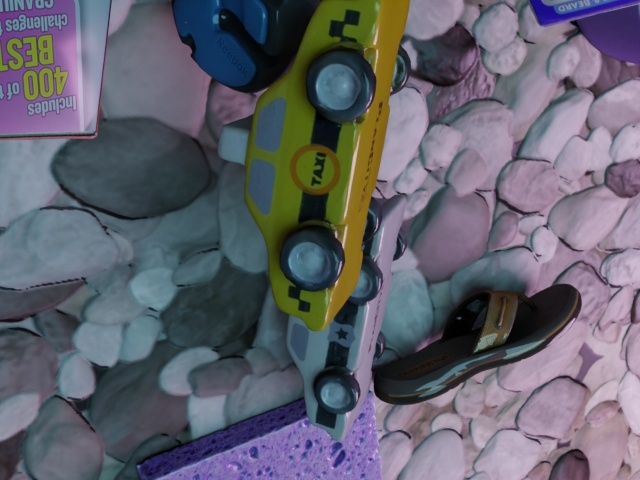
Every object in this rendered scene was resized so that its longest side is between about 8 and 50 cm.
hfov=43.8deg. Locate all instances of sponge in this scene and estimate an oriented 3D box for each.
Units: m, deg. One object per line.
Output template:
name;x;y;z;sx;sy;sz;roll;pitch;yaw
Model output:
sponge;-0.046;0.208;0.701;0.210;0.031;0.117;-18;119;-21

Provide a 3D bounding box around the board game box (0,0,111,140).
board game box;-0.199;-0.201;0.357;0.242;0.064;0.317;-12;120;-52

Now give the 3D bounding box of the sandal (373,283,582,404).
sandal;0.142;0.081;0.727;0.219;0.090;0.060;-21;99;-11

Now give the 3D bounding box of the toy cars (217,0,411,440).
toy cars;0.000;0.000;0.541;0.394;0.087;0.176;81;27;-59

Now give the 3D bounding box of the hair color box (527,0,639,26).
hair color box;0.125;-0.313;0.442;0.339;0.110;0.185;49;48;-42

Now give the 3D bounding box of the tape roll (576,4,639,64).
tape roll;0.304;-0.236;0.659;0.189;0.080;0.189;-11;117;-23

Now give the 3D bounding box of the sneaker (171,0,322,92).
sneaker;-0.022;-0.267;0.468;0.139;0.125;0.341;-23;125;-44
